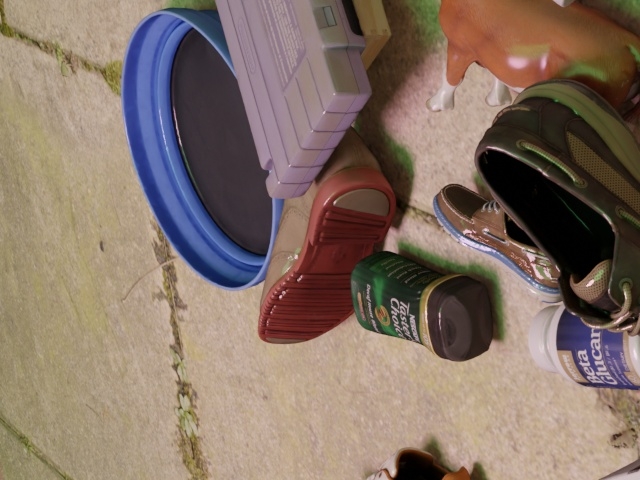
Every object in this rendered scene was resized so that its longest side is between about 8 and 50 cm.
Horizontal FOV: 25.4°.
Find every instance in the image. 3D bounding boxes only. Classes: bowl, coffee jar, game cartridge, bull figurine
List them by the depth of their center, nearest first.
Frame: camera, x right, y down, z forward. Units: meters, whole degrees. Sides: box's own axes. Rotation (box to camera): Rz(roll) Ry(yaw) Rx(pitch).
[{"bbox_3d":[0.186,-0.185,1.346,0.310,0.101,0.188,43,144,38],"label":"bull figurine"},{"bbox_3d":[-0.041,-0.255,1.605,0.230,0.068,0.355,-49,51,52],"label":"game cartridge"},{"bbox_3d":[0.117,0.075,1.631,0.184,0.079,0.096,17,122,53],"label":"coffee jar"},{"bbox_3d":[-0.142,-0.127,1.926,0.391,0.077,0.391,34,134,44],"label":"bowl"}]

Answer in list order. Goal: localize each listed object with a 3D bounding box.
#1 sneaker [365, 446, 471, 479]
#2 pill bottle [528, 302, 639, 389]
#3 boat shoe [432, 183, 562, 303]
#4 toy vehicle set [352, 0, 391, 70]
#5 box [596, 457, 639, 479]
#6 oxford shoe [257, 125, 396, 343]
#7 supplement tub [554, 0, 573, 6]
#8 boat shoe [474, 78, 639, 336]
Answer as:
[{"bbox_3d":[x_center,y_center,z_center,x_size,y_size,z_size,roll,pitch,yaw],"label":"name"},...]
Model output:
[{"bbox_3d":[0.094,0.314,1.800,0.290,0.106,0.123,-4,100,47],"label":"sneaker"},{"bbox_3d":[0.280,0.096,1.368,0.169,0.094,0.094,-6,103,59],"label":"pill bottle"},{"bbox_3d":[0.195,-0.014,1.476,0.183,0.066,0.066,38,133,27],"label":"boat shoe"},{"bbox_3d":[-0.006,-0.233,1.643,0.267,0.035,0.166,129,131,-55],"label":"toy vehicle set"},{"bbox_3d":[0.366,0.250,1.237,0.119,0.181,0.181,-37,76,58],"label":"box"},{"bbox_3d":[0.000,0.000,1.760,0.348,0.123,0.130,119,146,-44],"label":"oxford shoe"},{"bbox_3d":[0.130,-0.367,1.124,0.331,0.241,0.241,41,144,7],"label":"supplement tub"},{"bbox_3d":[0.260,0.026,1.208,0.355,0.130,0.132,48,148,13],"label":"boat shoe"}]
